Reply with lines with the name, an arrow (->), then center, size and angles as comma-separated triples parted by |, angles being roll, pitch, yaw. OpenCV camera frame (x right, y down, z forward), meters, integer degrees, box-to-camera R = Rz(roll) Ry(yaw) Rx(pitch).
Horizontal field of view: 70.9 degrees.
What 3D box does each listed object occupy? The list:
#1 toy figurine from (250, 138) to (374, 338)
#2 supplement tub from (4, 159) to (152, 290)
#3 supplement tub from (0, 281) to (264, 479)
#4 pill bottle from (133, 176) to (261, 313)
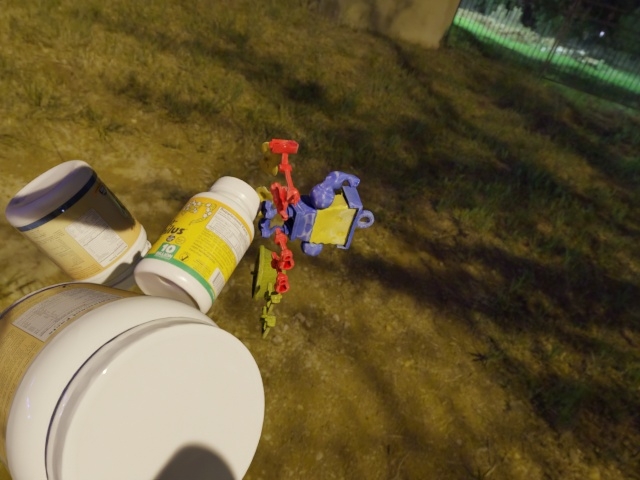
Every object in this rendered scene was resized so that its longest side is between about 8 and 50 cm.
toy figurine -> 0.000, 0.000, 0.818 | 0.217, 0.363, 0.191 | -4, 42, -22
supplement tub -> -0.606, -0.024, 1.173 | 0.228, 0.316, 0.228 | -18, 38, 14
supplement tub -> -0.249, 0.178, 0.535 | 0.331, 0.241, 0.241 | 1, 10, 44
pill bottle -> -0.173, 0.001, 0.682 | 0.117, 0.118, 0.208 | 22, 53, 7
